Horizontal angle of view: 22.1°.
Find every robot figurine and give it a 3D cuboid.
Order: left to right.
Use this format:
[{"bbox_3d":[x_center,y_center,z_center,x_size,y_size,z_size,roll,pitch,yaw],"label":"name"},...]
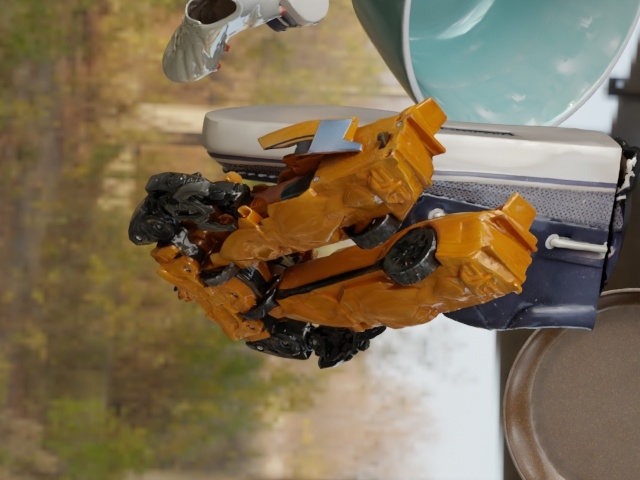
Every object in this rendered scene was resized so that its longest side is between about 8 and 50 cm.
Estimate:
[{"bbox_3d":[0.000,0.000,1.164,0.291,0.211,0.085,-14,-140,45],"label":"robot figurine"}]

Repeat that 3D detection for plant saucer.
[{"bbox_3d":[0.370,0.202,1.921,0.050,0.311,0.310,-43,137,-73],"label":"plant saucer"}]

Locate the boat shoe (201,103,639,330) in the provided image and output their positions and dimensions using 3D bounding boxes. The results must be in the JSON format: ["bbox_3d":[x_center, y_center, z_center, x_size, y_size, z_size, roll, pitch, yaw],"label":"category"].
[{"bbox_3d":[0.074,-0.014,1.265,0.127,0.341,0.158,-96,-169,-77],"label":"boat shoe"}]

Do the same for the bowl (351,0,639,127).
[{"bbox_3d":[0.149,-0.259,1.537,0.163,0.312,0.311,34,-49,45],"label":"bowl"}]

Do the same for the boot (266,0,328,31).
[{"bbox_3d":[-0.073,-0.314,1.835,0.086,0.069,0.190,-8,-60,57],"label":"boot"}]

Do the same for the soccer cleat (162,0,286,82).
[{"bbox_3d":[-0.113,-0.214,1.624,0.196,0.076,0.068,-29,-113,48],"label":"soccer cleat"}]
